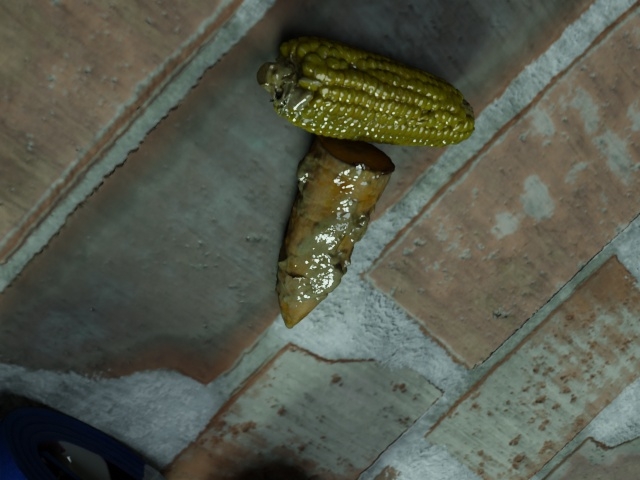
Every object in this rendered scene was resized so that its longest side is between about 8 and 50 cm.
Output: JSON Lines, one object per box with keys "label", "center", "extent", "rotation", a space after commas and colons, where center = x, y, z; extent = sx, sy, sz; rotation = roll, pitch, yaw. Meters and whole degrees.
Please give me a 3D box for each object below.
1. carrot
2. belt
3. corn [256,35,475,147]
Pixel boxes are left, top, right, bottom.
{"label": "carrot", "center": [0.000, 0.000, 1.003], "extent": [0.102, 0.102, 0.263], "rotation": [2, 126, -29]}
{"label": "belt", "center": [-0.256, 0.331, 1.001], "extent": [0.117, 0.212, 0.347], "rotation": [-45, 116, 5]}
{"label": "corn", "center": [0.053, -0.150, 0.917], "extent": [0.262, 0.097, 0.097], "rotation": [6, 118, -32]}
